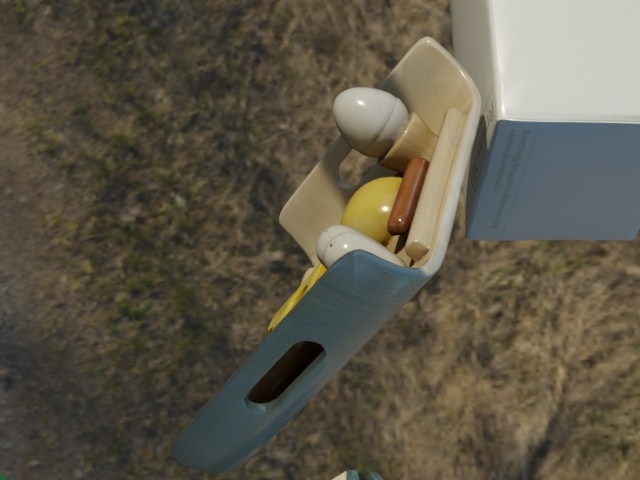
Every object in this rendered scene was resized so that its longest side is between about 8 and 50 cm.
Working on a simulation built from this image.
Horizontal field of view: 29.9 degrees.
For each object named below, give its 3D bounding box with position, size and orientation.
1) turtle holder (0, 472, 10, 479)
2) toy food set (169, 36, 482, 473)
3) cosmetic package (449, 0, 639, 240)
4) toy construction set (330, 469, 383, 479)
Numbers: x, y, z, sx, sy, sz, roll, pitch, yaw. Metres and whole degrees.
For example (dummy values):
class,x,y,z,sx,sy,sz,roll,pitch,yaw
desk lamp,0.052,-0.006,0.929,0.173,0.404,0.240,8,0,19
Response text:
class,x,y,z,sx,sy,sz,roll,pitch,yaw
turtle holder,-0.216,0.180,0.509,0.227,0.243,0.320,-51,140,-21
toy food set,0.000,0.000,0.840,0.092,0.219,0.306,36,34,-8
cosmetic package,0.196,-0.200,1.009,0.197,0.155,0.365,93,-2,-61
toy construction set,-0.040,0.293,0.962,0.328,0.215,0.151,-11,90,-36
